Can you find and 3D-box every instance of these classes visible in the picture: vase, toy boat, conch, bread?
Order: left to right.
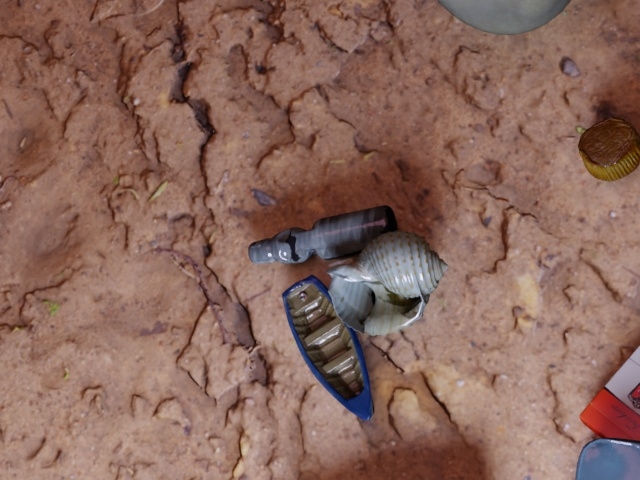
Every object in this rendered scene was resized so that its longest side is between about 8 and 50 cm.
[{"bbox_3d":[0.000,0.000,2.146,0.211,0.060,0.060,-12,65,17],"label":"vase"},{"bbox_3d":[0.019,0.150,2.082,0.080,0.046,0.229,-32,61,4],"label":"toy boat"},{"bbox_3d":[0.096,0.058,2.063,0.153,0.102,0.135,-18,75,37],"label":"conch"},{"bbox_3d":[0.385,-0.118,2.056,0.085,0.053,0.085,-15,53,22],"label":"bread"}]

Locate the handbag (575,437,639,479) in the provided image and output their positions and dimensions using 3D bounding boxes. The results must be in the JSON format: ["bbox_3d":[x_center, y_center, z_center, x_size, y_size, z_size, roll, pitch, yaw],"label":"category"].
[{"bbox_3d":[0.381,0.351,1.833,0.179,0.062,0.229,5,83,17],"label":"handbag"}]

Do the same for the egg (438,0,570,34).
[{"bbox_3d":[0.236,-0.448,2.136,0.258,0.258,0.352,-16,69,13],"label":"egg"}]

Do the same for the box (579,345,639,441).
[{"bbox_3d":[0.406,0.195,1.921,0.100,0.048,0.152,39,87,31],"label":"box"}]
